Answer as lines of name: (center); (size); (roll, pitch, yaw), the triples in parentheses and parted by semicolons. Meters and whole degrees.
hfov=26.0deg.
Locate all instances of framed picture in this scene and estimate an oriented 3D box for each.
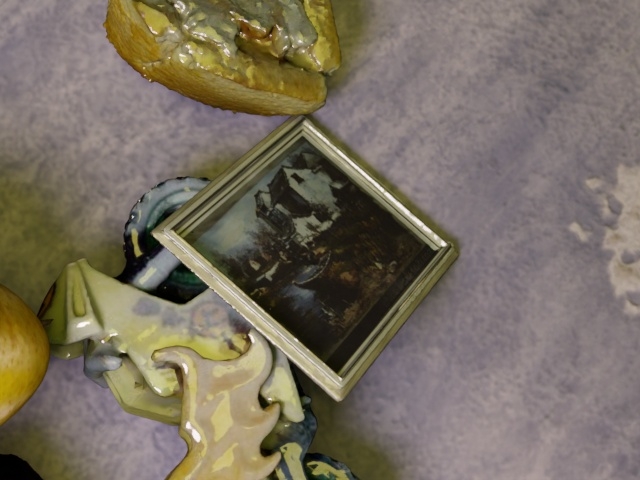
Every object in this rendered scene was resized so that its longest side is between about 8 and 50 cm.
framed picture: (0.000, 0.000, 1.341); (0.232, 0.019, 0.296); (41, 38, 2)

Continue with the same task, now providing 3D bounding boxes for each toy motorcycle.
toy motorcycle: (-0.116, 0.149, 1.295); (0.237, 0.169, 0.410); (-23, 80, -12)

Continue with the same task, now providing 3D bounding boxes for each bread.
bread: (-0.090, -0.232, 1.419); (0.257, 0.124, 0.186); (29, 73, -2)

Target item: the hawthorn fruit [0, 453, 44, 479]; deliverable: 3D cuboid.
hawthorn fruit: (-0.325, 0.303, 1.225); (0.190, 0.189, 0.251); (25, 91, -2)

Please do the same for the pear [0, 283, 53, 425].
pear: (-0.331, 0.097, 1.206); (0.178, 0.267, 0.267); (4, 70, -51)
